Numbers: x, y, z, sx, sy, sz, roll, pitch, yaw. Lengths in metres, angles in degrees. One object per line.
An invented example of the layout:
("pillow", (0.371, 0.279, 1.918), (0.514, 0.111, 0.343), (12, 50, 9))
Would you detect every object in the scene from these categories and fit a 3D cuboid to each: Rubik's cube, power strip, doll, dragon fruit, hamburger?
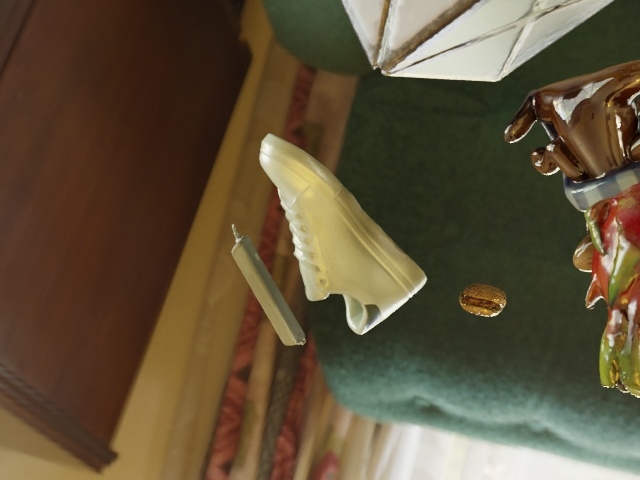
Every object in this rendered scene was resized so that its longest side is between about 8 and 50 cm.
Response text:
("Rubik's cube", (0.157, -0.333, 1.225), (0.260, 0.255, 0.259), (-33, 163, 32))
("power strip", (-0.100, 0.083, 2.152), (0.027, 0.060, 0.252), (-27, 98, 18))
("doll", (0.467, -0.111, 1.796), (0.318, 0.339, 0.209), (-23, 172, 22))
("dragon fruit", (0.408, 0.045, 1.370), (0.200, 0.269, 0.198), (3, 174, -17))
("hamburger", (0.259, 0.095, 1.913), (0.076, 0.044, 0.083), (17, -166, 14))

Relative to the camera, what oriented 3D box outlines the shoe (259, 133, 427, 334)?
("shoe", (0.000, 0.000, 1.844), (0.363, 0.160, 0.132), (45, 173, -26))
